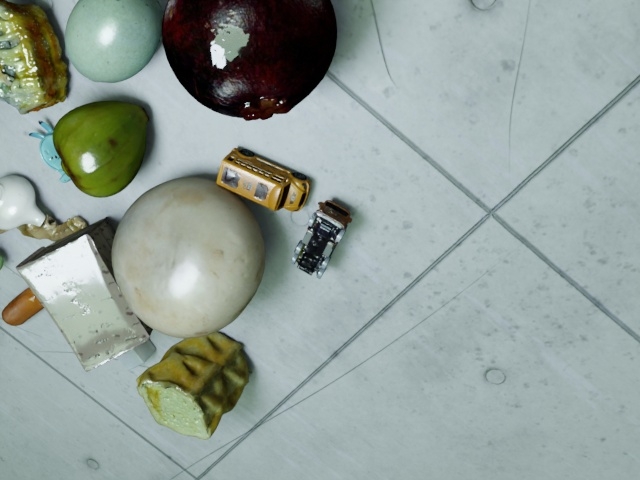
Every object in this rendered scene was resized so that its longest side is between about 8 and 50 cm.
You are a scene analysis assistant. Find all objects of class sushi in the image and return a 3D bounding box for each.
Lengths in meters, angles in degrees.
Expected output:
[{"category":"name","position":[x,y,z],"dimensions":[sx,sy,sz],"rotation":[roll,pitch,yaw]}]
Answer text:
[{"category":"sushi","position":[-0.669,-0.416,1.292],"dimensions":[0.184,0.139,0.275],"rotation":[6,118,15]}]

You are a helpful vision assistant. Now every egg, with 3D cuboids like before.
[{"category":"egg","position":[-0.414,-0.416,1.184],"dimensions":[0.169,0.169,0.236],"rotation":[48,128,-9]}]

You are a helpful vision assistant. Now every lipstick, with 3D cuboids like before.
[{"category":"lipstick","position":[-0.604,0.189,1.632],"dimensions":[0.079,0.076,0.372],"rotation":[-26,106,27]}]

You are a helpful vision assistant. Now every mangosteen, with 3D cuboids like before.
[{"category":"mangosteen","position":[-0.127,-0.391,1.046],"dimensions":[0.306,0.306,0.347],"rotation":[-11,84,24]}]

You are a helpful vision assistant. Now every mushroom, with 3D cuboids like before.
[{"category":"mushroom","position":[-0.289,0.038,1.354],"dimensions":[0.361,0.294,0.363],"rotation":[-2,85,21]}]

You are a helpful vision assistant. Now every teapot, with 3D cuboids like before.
[{"category":"teapot","position":[-0.811,-0.104,1.520],"dimensions":[0.226,0.092,0.145],"rotation":[32,85,26]}]

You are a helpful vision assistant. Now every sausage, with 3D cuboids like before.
[{"category":"sausage","position":[-0.868,0.194,1.729],"dimensions":[0.197,0.076,0.076],"rotation":[-30,104,31]}]

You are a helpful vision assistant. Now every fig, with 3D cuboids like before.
[{"category":"fig","position":[-0.474,-0.212,1.320],"dimensions":[0.225,0.203,0.203],"rotation":[-36,104,-7]}]

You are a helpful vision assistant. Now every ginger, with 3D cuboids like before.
[{"category":"ginger","position":[-0.750,-0.035,1.565],"dimensions":[0.287,0.075,0.089],"rotation":[3,140,12]}]

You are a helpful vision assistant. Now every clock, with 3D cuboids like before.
[{"category":"clock","position":[-0.641,-0.222,1.442],"dimensions":[0.108,0.045,0.147],"rotation":[-34,102,29]}]

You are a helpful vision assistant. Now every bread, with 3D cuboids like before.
[{"category":"bread","position":[-0.317,0.368,1.525],"dimensions":[0.195,0.252,0.239],"rotation":[-12,115,26]}]

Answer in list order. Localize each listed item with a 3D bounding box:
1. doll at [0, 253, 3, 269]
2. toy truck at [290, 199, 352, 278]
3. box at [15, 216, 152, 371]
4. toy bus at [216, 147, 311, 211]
[{"category":"doll","position":[-0.992,-0.034,1.576],"dimensions":[0.198,0.186,0.322],"rotation":[8,120,38]},{"category":"toy truck","position":[0.000,0.000,1.313],"dimensions":[0.083,0.092,0.192],"rotation":[29,131,3]},{"category":"box","position":[-0.557,0.123,1.456],"dimensions":[0.190,0.225,0.297],"rotation":[-28,105,-2]},{"category":"toy bus","position":[-0.124,-0.124,1.287],"dimensions":[0.194,0.088,0.083],"rotation":[24,121,6]}]
